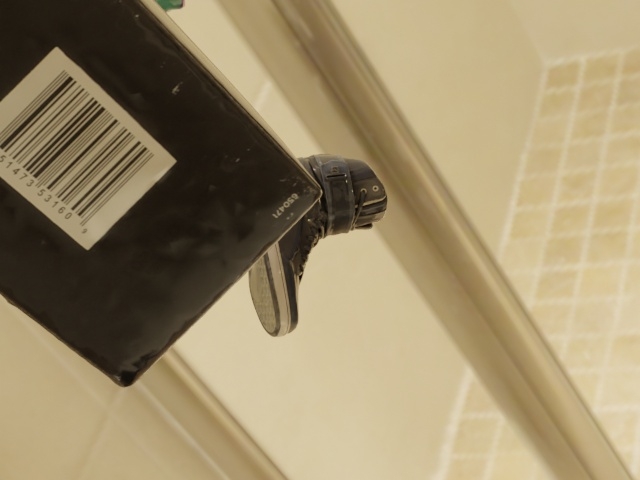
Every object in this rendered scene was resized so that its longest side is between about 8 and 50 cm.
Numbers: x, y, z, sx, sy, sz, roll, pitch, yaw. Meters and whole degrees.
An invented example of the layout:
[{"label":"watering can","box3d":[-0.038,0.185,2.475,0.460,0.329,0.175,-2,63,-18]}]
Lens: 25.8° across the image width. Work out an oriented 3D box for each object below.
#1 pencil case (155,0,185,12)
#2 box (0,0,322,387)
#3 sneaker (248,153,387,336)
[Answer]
[{"label":"pencil case","box3d":[-0.204,-0.229,1.314,0.151,0.064,0.070,-19,11,-11]},{"label":"box","box3d":[-0.197,-0.114,0.864,0.183,0.296,0.294,-45,36,0]},{"label":"sneaker","box3d":[0.000,-0.002,1.521,0.163,0.086,0.226,1,60,-17]}]
